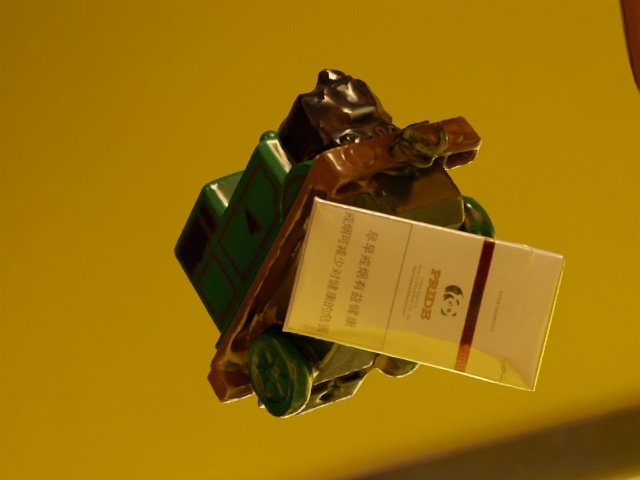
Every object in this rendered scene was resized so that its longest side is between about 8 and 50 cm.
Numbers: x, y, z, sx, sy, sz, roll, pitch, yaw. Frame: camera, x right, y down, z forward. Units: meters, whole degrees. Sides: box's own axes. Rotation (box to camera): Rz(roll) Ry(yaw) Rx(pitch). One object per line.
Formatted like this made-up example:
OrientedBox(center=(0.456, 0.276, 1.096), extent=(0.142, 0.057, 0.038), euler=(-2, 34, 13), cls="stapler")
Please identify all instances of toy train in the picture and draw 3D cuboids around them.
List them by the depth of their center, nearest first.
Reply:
OrientedBox(center=(0.000, 0.000, 1.671), extent=(0.178, 0.429, 0.249), euler=(-15, -121, -35), cls="toy train")

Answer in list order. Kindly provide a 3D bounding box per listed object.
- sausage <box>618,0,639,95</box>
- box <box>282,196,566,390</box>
OrientedBox(center=(0.226, -0.205, 1.126), extent=(0.086, 0.086, 0.289), euler=(-84, -15, -50), cls="sausage")
OrientedBox(center=(0.062, 0.032, 1.060), extent=(0.040, 0.154, 0.084), euler=(46, -122, -86), cls="box")
